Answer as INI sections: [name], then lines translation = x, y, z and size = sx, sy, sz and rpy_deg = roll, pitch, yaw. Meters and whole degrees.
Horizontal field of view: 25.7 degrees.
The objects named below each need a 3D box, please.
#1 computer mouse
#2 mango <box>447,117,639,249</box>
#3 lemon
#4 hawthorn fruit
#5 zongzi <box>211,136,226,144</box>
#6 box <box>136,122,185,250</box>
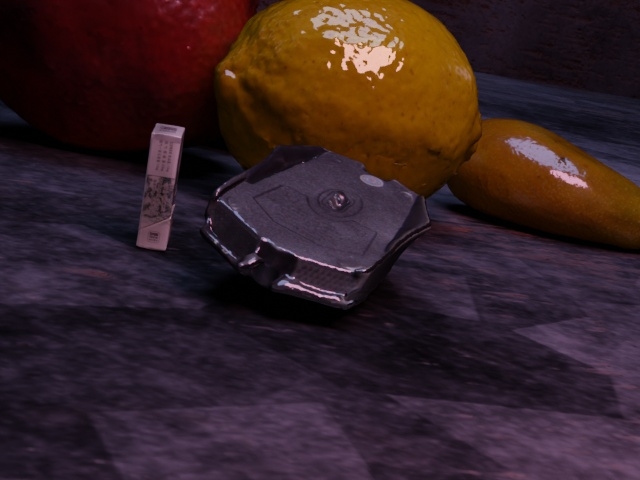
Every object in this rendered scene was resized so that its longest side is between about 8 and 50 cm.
[computer mouse]
translation = -0.003, 0.001, 0.966
size = 0.126, 0.071, 0.231
rpy_deg = 28, 25, 10
[mango]
translation = 0.226, -0.053, 1.378
size = 0.227, 0.099, 0.136
rpy_deg = 25, 13, 19
[lemon]
translation = 0.026, -0.121, 1.242
size = 0.260, 0.204, 0.204
rpy_deg = 10, 11, -21
[hawthorn fruit]
translation = -0.207, -0.213, 1.346
size = 0.307, 0.265, 0.265
rpy_deg = -6, 11, 3
[zongzi]
translation = -0.148, -0.137, 1.501
size = 0.184, 0.084, 0.187
rpy_deg = -16, 30, -36
[box]
translation = -0.114, -0.039, 1.009
size = 0.024, 0.083, 0.054
rpy_deg = 8, 12, -6
